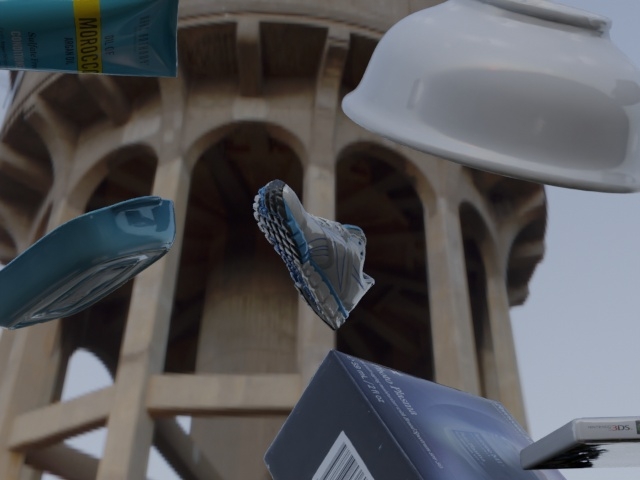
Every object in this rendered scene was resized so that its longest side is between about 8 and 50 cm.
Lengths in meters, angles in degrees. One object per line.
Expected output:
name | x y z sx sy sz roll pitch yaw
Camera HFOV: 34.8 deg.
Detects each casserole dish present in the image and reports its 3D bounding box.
casserole dish | -0.184 0.022 0.776 0.188 0.037 0.114 -30 -10 35

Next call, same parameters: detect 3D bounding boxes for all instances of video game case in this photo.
video game case | 0.274 0.172 0.863 0.173 0.022 0.190 -1 -19 -3

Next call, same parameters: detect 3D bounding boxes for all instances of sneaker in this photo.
sneaker | 0.000 0.000 1.003 0.083 0.071 0.190 -40 -45 -13

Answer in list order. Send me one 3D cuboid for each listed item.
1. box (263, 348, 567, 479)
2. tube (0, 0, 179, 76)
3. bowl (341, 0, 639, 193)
box | 0.137 0.302 1.183 0.294 0.296 0.182 22 -73 -32
tube | -0.197 -0.137 0.665 0.207 0.052 0.080 0 -26 -10
bowl | 0.176 -0.151 0.924 0.298 0.298 0.134 10 -72 -11
